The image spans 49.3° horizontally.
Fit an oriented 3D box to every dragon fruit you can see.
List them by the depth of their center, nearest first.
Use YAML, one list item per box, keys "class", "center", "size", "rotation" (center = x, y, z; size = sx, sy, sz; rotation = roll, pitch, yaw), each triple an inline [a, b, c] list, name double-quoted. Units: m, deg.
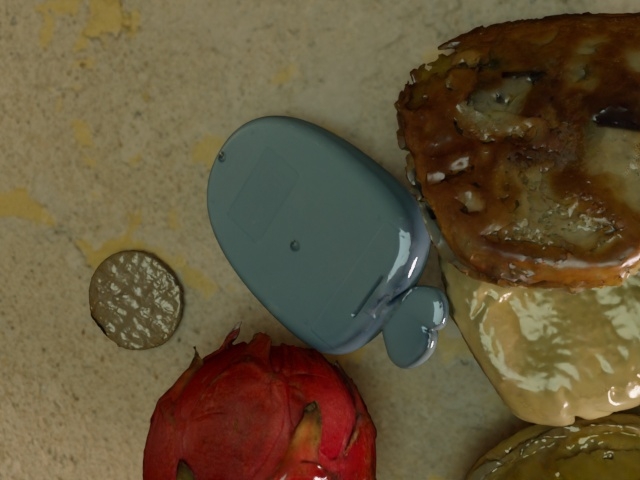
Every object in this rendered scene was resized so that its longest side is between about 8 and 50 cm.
- class: "dragon fruit"
  center: [-0.057, 0.222, 0.681]
  size: [0.240, 0.241, 0.252]
  rotation: [28, 84, 6]

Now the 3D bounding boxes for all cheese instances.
- class: "cheese"
  center: [0.226, 0.049, 0.645]
  size: [0.213, 0.117, 0.226]
  rotation: [-23, 90, 9]

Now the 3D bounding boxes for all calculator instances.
- class: "calculator"
  center: [0.000, 0.000, 0.681]
  size: [0.302, 0.042, 0.188]
  rotation: [42, 111, 25]

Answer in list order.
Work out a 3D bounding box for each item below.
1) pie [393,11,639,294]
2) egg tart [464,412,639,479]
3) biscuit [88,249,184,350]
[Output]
- class: "pie"
  center: [0.201, -0.082, 0.581]
  size: [0.308, 0.085, 0.308]
  rotation: [-7, 64, 15]
- class: "egg tart"
  center: [0.288, 0.333, 0.657]
  size: [0.345, 0.132, 0.346]
  rotation: [2, 108, 8]
- class: "biscuit"
  center: [-0.211, 0.069, 0.795]
  size: [0.120, 0.015, 0.120]
  rotation: [2, 100, 12]
